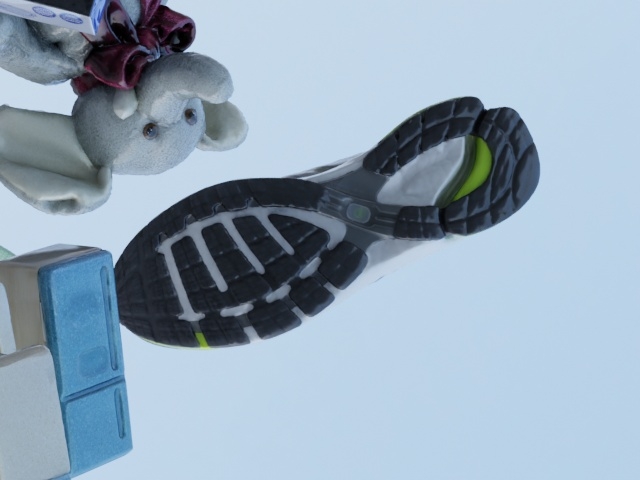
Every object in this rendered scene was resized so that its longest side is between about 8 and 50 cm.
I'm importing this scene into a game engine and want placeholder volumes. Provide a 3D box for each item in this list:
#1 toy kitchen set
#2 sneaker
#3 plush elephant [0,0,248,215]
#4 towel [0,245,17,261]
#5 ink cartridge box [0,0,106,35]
[{"bbox_3d":[-0.138,0.087,0.885,0.166,0.207,0.122,5,-75,37],"label":"toy kitchen set"},{"bbox_3d":[0.000,0.000,1.208,0.121,0.300,0.111,134,-64,-75],"label":"sneaker"},{"bbox_3d":[-0.179,-0.167,1.578,0.272,0.255,0.330,-39,-179,-37],"label":"plush elephant"},{"bbox_3d":[-0.367,0.037,1.799,0.113,0.152,0.023,-47,-145,10],"label":"towel"},{"bbox_3d":[-0.261,-0.231,1.372,0.046,0.207,0.097,95,9,-76],"label":"ink cartridge box"}]
